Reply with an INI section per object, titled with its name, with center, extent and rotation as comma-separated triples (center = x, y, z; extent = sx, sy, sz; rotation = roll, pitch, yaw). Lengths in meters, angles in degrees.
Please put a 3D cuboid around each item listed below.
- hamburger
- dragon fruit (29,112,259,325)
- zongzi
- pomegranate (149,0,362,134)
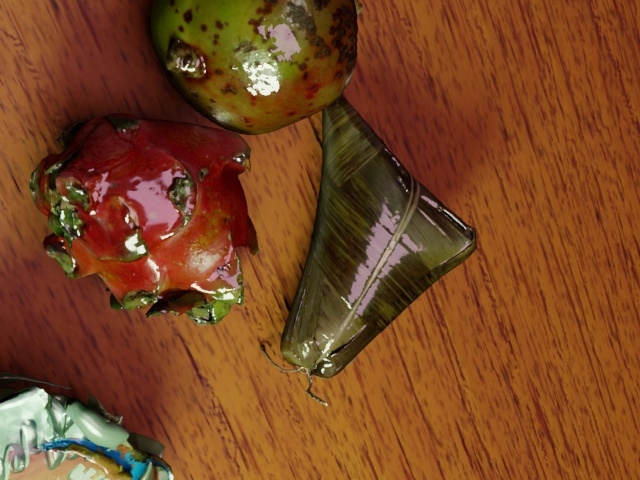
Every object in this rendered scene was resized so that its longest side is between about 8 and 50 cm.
[hamburger]
center = -0.275, 0.220, 1.399
extent = 0.260, 0.150, 0.276
rotation = -13, 127, -9
[dragon fruit]
center = -0.159, -0.002, 1.375
extent = 0.200, 0.198, 0.269
rotation = -27, 134, -29
[zongzi]
center = 0.000, 0.000, 1.520
extent = 0.247, 0.111, 0.241
rotation = -44, 103, -5
[pomegranate]
center = -0.051, -0.194, 1.388
extent = 0.198, 0.198, 0.246
rotation = -72, 163, 5
